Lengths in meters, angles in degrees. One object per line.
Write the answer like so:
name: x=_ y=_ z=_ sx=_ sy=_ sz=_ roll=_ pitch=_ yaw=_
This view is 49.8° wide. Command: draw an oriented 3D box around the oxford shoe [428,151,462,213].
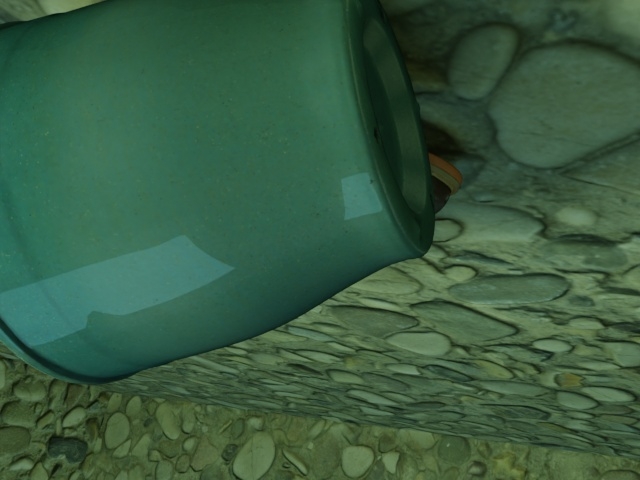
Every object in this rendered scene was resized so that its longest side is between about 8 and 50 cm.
oxford shoe: x=0.000 y=0.000 z=0.717 sx=0.130 sy=0.133 sz=0.363 roll=25 pitch=155 yaw=-28

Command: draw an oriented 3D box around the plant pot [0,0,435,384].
plant pot: x=-0.065 y=-0.055 z=0.479 sx=0.255 sy=0.272 sz=0.271 roll=-13 pitch=150 yaw=20
